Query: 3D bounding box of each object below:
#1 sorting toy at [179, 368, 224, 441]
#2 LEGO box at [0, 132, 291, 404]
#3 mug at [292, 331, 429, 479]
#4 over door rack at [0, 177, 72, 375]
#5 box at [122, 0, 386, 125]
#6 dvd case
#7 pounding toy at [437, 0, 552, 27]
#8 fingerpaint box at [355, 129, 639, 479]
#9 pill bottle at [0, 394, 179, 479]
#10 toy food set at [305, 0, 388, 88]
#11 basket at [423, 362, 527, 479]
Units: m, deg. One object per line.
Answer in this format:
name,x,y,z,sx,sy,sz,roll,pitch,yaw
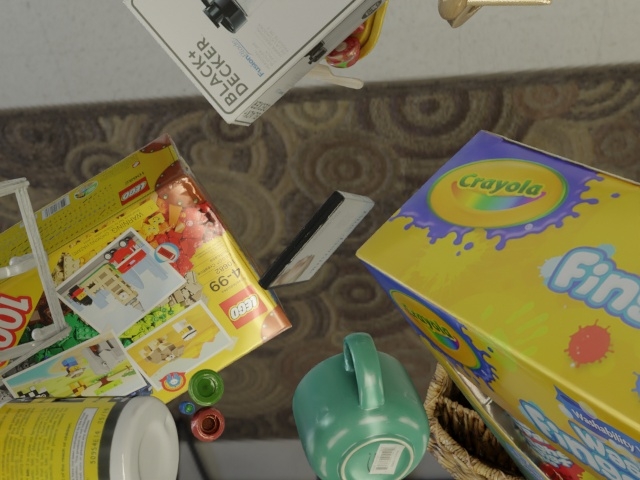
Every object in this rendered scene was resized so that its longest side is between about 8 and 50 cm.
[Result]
sorting toy,-0.169,0.232,1.303,0.061,0.101,0.042,-3,175,-23
LEGO box,-0.367,0.112,1.621,0.500,0.193,0.372,-32,122,0
mug,0.037,0.182,0.922,0.129,0.097,0.157,-35,127,9
over door rack,-0.432,0.058,1.151,0.108,0.324,0.239,-13,100,7
box,-0.031,-0.269,0.925,0.290,0.087,0.169,-40,90,10
dvd case,0.000,0.000,1.443,0.022,0.253,0.180,42,99,10
pounding toy,0.249,-0.358,1.293,0.155,0.269,0.154,51,156,5
fingerpaint box,0.276,0.146,0.664,0.163,0.445,0.371,-44,125,-10
pill bottle,-0.254,0.209,0.888,0.209,0.119,0.119,-3,138,15
toy food set,0.015,-0.304,1.264,0.128,0.071,0.217,24,122,19
basket,0.320,0.295,1.515,0.299,0.213,0.223,23,142,25
